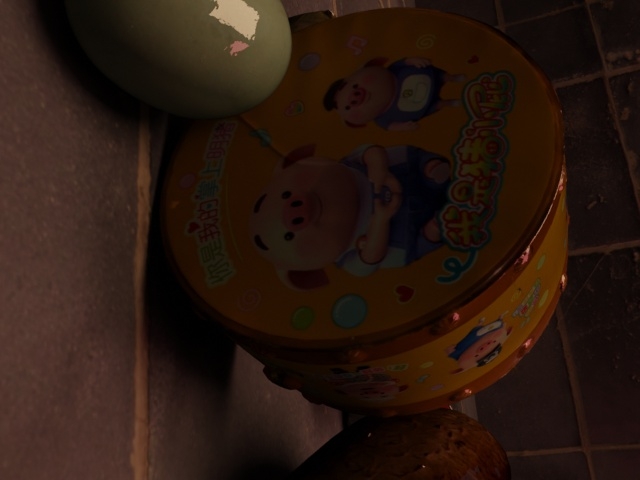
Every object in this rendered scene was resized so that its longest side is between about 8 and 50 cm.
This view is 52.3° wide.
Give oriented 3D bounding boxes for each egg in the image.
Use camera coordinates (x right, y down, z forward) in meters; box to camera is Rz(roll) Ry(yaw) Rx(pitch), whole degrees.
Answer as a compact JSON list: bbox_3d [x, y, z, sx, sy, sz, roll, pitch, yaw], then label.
[{"bbox_3d":[-0.131,-0.206,0.629,0.231,0.168,0.168,14,64,-45],"label":"egg"}]

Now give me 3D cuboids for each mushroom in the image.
[{"bbox_3d":[0.060,0.308,0.722,0.239,0.345,0.345,40,29,-10],"label":"mushroom"}]

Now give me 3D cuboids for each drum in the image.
[{"bbox_3d":[0.056,-0.036,0.717,0.214,0.431,0.431,58,28,-53],"label":"drum"}]

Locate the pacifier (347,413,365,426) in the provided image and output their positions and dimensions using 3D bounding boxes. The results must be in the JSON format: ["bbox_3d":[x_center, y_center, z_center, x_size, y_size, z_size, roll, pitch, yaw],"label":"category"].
[{"bbox_3d":[0.115,0.252,1.117,0.287,0.238,0.225,-51,157,-70],"label":"pacifier"}]

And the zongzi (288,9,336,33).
[{"bbox_3d":[-0.010,-0.233,1.114,0.251,0.125,0.274,-70,151,-59],"label":"zongzi"}]

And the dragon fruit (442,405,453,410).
[{"bbox_3d":[0.223,0.381,1.472,0.274,0.126,0.161,-33,102,-81],"label":"dragon fruit"}]
